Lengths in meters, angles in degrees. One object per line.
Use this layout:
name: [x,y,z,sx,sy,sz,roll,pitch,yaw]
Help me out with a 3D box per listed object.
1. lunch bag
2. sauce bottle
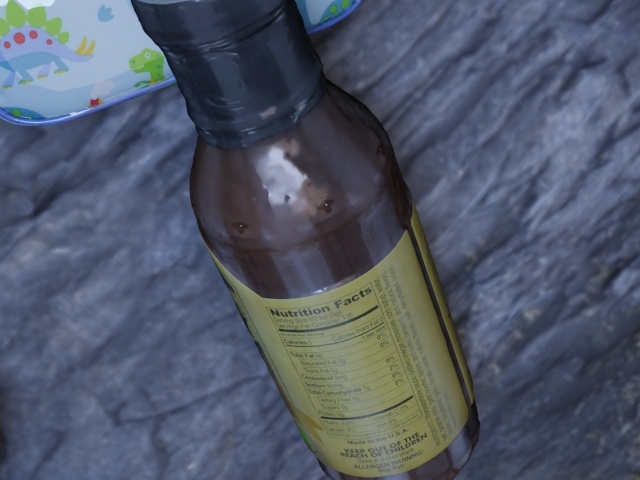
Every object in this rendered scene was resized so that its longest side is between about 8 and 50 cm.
lunch bag: [-0.093,-0.170,0.554,0.219,0.090,0.176,-21,112,-5]
sauce bottle: [0.000,0.000,0.572,0.111,0.111,0.344,-24,128,-4]
